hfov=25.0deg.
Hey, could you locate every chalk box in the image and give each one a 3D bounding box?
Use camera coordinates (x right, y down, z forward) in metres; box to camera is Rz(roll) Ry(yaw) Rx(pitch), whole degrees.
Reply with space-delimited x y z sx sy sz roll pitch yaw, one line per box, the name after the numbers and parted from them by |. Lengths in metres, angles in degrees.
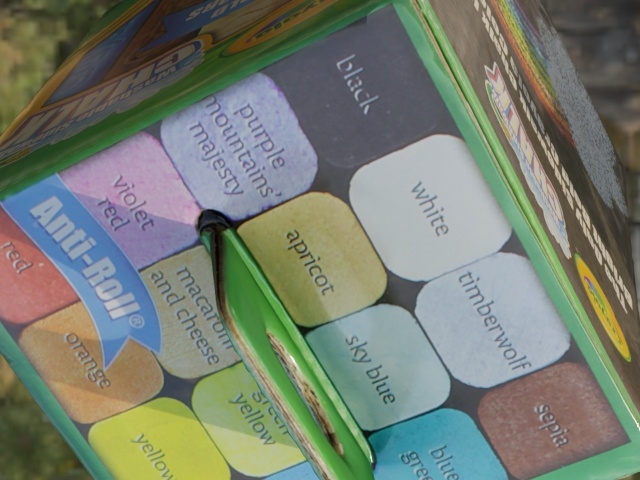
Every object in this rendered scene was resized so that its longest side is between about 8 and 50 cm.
0.000 0.000 0.512 0.179 0.180 0.289 -24 -160 20 | chalk box
